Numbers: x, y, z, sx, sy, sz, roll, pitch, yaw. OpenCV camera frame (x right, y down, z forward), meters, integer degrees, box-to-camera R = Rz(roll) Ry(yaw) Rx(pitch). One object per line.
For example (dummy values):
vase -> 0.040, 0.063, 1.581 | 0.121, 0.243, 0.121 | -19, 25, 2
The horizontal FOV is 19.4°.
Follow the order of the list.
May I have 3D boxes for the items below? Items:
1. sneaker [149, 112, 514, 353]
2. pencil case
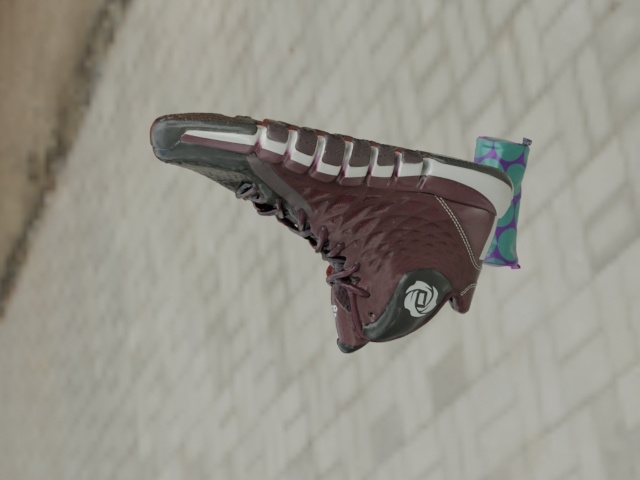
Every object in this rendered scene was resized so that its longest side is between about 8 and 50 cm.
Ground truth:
sneaker -> 0.000, 0.000, 1.402 | 0.106, 0.281, 0.162 | -147, 68, -78
pencil case -> 0.207, -0.045, 2.171 | 0.064, 0.070, 0.151 | 5, 87, 56
